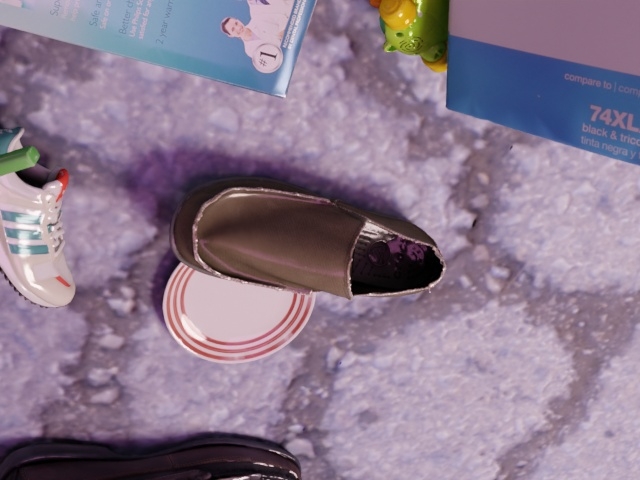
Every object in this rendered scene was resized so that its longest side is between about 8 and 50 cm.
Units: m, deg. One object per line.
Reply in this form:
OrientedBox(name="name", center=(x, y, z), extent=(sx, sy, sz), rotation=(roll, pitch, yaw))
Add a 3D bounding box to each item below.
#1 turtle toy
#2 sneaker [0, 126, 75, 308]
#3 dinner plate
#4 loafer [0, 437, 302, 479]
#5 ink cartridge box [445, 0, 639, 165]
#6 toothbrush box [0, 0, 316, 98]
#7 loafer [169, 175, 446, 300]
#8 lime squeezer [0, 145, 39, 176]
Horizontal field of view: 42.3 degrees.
OrientedBox(name="turtle toy", center=(0.090, -0.199, 0.638), extent=(0.130, 0.066, 0.095), rotation=(-48, 143, 9))
OrientedBox(name="sneaker", center=(-0.224, -0.017, 0.653), extent=(0.075, 0.057, 0.161), rotation=(-23, 119, 4))
OrientedBox(name="dinner plate", center=(-0.074, 0.052, 0.760), extent=(0.141, 0.017, 0.141), rotation=(-7, 119, -12))
OrientedBox(name="loafer", center=(-0.157, 0.260, 0.804), extent=(0.302, 0.095, 0.109), rotation=(5, 117, -19))
OrientedBox(name="ink cartridge box", center=(0.221, -0.219, 0.553), extent=(0.198, 0.197, 0.270), rotation=(-26, 127, -34))
OrientedBox(name="toothbrush box", center=(-0.159, -0.203, 0.477), extent=(0.295, 0.216, 0.126), rotation=(10, 114, -20))
OrientedBox(name="loafer", center=(0.000, 0.000, 0.698), extent=(0.251, 0.087, 0.094), rotation=(6, 94, -24))
OrientedBox(name="lime squeezer", center=(-0.317, 0.020, 0.621), extent=(0.110, 0.059, 0.310), rotation=(38, 123, -3))
